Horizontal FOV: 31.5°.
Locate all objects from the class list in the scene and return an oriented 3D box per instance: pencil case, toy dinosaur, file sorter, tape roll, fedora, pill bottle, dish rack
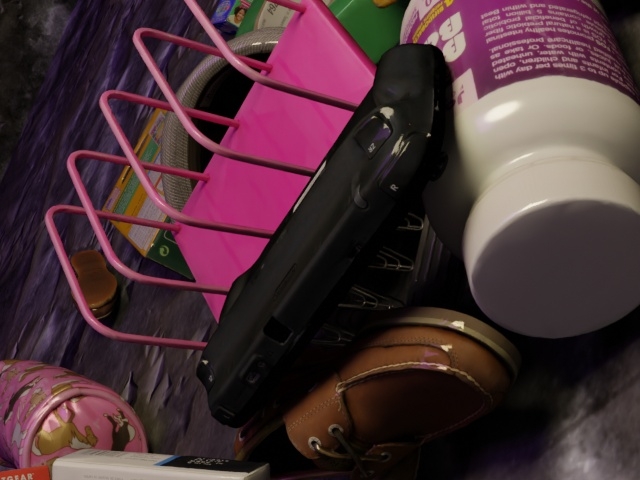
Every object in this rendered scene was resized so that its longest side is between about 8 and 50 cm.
[{"bbox_3d":[-0.356,0.251,1.497,0.386,0.160,0.167,2,72,63],"label":"pencil case"},{"bbox_3d":[0.054,0.196,0.876,0.093,0.053,0.183,-56,25,11],"label":"toy dinosaur"},{"bbox_3d":[-0.098,-0.067,1.004,0.291,0.182,0.202,-57,44,25],"label":"file sorter"},{"bbox_3d":[0.029,-0.302,1.349,0.321,0.077,0.321,-37,29,24],"label":"tape roll"},{"bbox_3d":[-0.040,-0.086,1.214,0.124,0.243,0.276,-27,-70,-74],"label":"fedora"},{"bbox_3d":[0.151,-0.079,0.829,0.169,0.169,0.302,-47,28,31],"label":"pill bottle"},{"bbox_3d":[0.031,0.035,1.017,0.271,0.074,0.208,3,81,60],"label":"dish rack"}]

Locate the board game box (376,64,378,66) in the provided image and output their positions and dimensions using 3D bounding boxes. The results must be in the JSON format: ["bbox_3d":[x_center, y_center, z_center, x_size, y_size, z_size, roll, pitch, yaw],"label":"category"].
[{"bbox_3d":[0.028,-0.189,1.358,0.103,0.026,0.154,6,71,64],"label":"board game box"}]

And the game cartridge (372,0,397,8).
[{"bbox_3d":[0.149,-0.393,1.171,0.285,0.053,0.324,-28,36,13],"label":"game cartridge"}]

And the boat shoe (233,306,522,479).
[{"bbox_3d":[0.033,0.135,0.855,0.307,0.110,0.104,-31,24,58],"label":"boat shoe"}]

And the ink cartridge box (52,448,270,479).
[{"bbox_3d":[-0.123,0.334,0.874,0.065,0.165,0.333,0,-89,-73],"label":"ink cartridge box"}]

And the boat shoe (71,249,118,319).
[{"bbox_3d":[-0.355,0.084,1.794,0.207,0.073,0.073,-121,24,-66],"label":"boat shoe"}]

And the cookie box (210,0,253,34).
[{"bbox_3d":[-0.132,-0.398,1.875,0.107,0.040,0.092,-64,24,-4],"label":"cookie box"}]

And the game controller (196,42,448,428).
[{"bbox_3d":[0.000,0.000,0.837,0.319,0.067,0.166,-54,9,37],"label":"game controller"}]

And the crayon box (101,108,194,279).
[{"bbox_3d":[-0.209,-0.083,1.649,0.203,0.083,0.323,-62,25,1],"label":"crayon box"}]

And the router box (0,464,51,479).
[{"bbox_3d":[-0.389,0.442,1.306,0.335,0.082,0.301,-31,66,49],"label":"router box"}]
